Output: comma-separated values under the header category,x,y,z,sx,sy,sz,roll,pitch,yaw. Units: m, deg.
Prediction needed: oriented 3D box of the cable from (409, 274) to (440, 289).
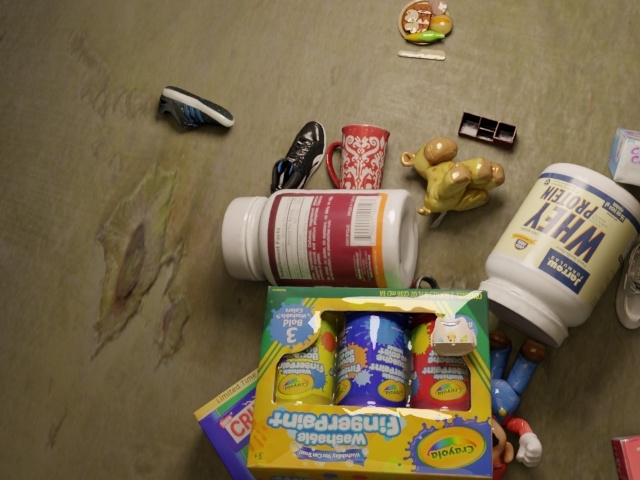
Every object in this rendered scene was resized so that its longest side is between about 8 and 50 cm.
category,x,y,z,sx,sy,sz,roll,pitch,yaw
cable,0.245,0.193,1.794,0.139,0.072,0.287,-37,86,-12

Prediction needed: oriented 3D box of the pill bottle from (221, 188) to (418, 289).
category,x,y,z,sx,sy,sz,roll,pitch,yaw
pill bottle,0.000,0.000,1.770,0.391,0.224,0.224,1,77,19

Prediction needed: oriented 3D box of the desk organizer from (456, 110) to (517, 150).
category,x,y,z,sx,sy,sz,roll,pitch,yaw
desk organizer,0.381,-0.251,1.862,0.130,0.050,0.047,18,81,14

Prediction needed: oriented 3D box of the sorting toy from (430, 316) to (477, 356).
category,x,y,z,sx,sy,sz,roll,pitch,yaw
sorting toy,0.245,0.175,1.521,0.083,0.045,0.075,-1,53,4

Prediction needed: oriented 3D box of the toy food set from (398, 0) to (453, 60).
category,x,y,z,sx,sy,sz,roll,pitch,yaw
toy food set,0.252,-0.531,1.957,0.132,0.038,0.192,6,78,11

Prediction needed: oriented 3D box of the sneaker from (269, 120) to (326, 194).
category,x,y,z,sx,sy,sz,roll,pitch,yaw
sneaker,-0.049,-0.191,1.886,0.079,0.121,0.217,19,81,13

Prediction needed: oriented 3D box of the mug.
category,x,y,z,sx,sy,sz,roll,pitch,yaw
mug,0.088,-0.167,1.882,0.113,0.150,0.170,10,81,-25

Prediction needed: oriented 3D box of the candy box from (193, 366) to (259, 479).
category,x,y,z,sx,sy,sz,roll,pitch,yaw
candy box,-0.070,0.425,1.745,0.268,0.122,0.317,-36,72,0

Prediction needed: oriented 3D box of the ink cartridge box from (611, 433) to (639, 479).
category,x,y,z,sx,sy,sz,roll,pitch,yaw
ink cartridge box,0.740,0.554,1.552,0.279,0.160,0.385,-9,75,8

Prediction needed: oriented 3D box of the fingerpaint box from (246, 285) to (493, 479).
category,x,y,z,sx,sy,sz,roll,pitch,yaw
fingerpaint box,0.104,0.287,1.586,0.444,0.163,0.371,1,61,8

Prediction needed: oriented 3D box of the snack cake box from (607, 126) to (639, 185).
category,x,y,z,sx,sy,sz,roll,pitch,yaw
snack cake box,0.682,-0.166,1.676,0.152,0.264,0.089,15,106,12

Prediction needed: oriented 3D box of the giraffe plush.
category,x,y,z,sx,sy,sz,roll,pitch,yaw
giraffe plush,0.278,-0.156,1.820,0.210,0.181,0.171,-41,58,34

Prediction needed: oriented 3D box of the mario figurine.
category,x,y,z,sx,sy,sz,roll,pitch,yaw
mario figurine,0.353,0.343,1.657,0.170,0.198,0.321,29,72,-26

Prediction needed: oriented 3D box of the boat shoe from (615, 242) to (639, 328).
category,x,y,z,sx,sy,sz,roll,pitch,yaw
boat shoe,0.669,0.094,1.724,0.066,0.063,0.184,15,80,13

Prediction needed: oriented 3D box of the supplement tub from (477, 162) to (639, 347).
category,x,y,z,sx,sy,sz,roll,pitch,yaw
supplement tub,0.488,0.031,1.681,0.235,0.235,0.325,32,84,15

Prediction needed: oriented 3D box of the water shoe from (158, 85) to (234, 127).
category,x,y,z,sx,sy,sz,roll,pitch,yaw
water shoe,-0.303,-0.307,1.997,0.203,0.073,0.080,27,109,14
